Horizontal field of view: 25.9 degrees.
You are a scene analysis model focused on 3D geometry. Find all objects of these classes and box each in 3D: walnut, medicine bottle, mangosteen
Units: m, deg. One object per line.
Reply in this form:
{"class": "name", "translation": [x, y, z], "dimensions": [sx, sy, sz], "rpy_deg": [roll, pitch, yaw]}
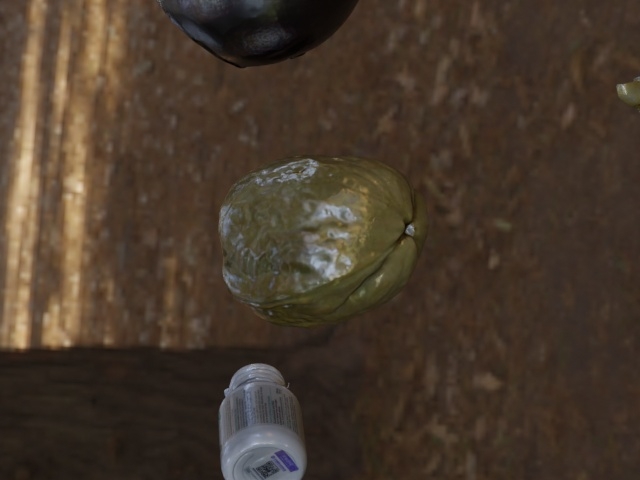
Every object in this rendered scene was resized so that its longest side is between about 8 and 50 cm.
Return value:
{"class": "walnut", "translation": [0.000, 0.000, 1.816], "dimensions": [0.227, 0.283, 0.283], "rpy_deg": [58, -179, -32]}
{"class": "medicine bottle", "translation": [-0.095, 0.296, 2.216], "dimensions": [0.215, 0.135, 0.135], "rpy_deg": [-101, 24, -57]}
{"class": "mangosteen", "translation": [-0.087, -0.342, 1.637], "dimensions": [0.233, 0.287, 0.287], "rpy_deg": [-44, 38, 23]}

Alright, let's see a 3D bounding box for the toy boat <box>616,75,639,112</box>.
{"class": "toy boat", "translation": [0.461, -0.202, 1.572], "dimensions": [0.089, 0.310, 0.115], "rpy_deg": [-3, 106, 58]}
